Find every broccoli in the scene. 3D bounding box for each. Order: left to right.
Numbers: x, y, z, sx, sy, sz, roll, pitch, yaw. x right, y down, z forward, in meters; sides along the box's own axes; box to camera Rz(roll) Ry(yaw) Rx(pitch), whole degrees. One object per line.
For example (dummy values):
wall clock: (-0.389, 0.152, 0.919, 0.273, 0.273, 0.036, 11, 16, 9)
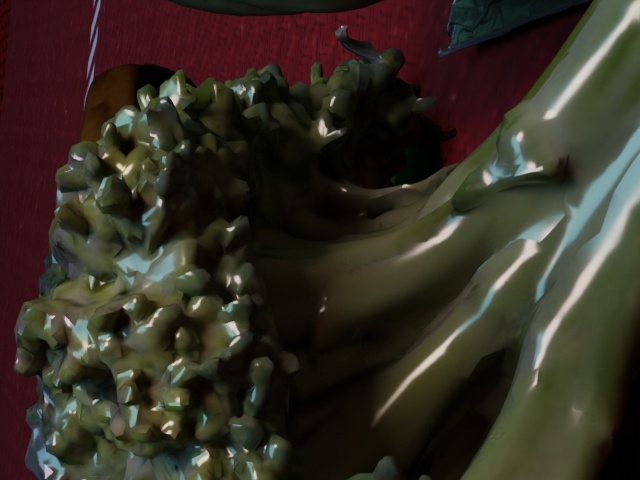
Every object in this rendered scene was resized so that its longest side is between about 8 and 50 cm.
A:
broccoli: (0.017, 0.042, 0.585, 0.375, 0.249, 0.302, -106, 24, -59)

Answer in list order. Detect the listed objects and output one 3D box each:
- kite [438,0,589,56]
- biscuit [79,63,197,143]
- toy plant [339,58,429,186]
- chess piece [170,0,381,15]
kite: (0.119, -0.192, 0.710, 0.267, 0.013, 0.323, -110, 33, -49)
biscuit: (-0.065, 0.074, 0.891, 0.359, 0.046, 0.359, -12, -90, -81)
toy plant: (0.000, 0.000, 0.871, 0.143, 0.105, 0.200, -33, 43, 49)
chess piece: (0.058, -0.192, 0.568, 0.442, 0.234, 0.234, -165, 80, -64)
